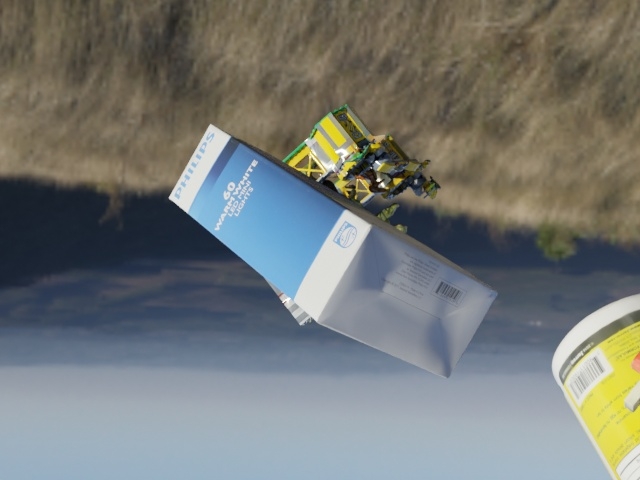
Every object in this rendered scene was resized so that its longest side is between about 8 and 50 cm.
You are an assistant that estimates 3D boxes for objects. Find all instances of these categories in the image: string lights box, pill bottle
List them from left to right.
[{"bbox_3d":[0.000,0.000,0.828,0.133,0.077,0.259,27,-175,-35],"label":"string lights box"},{"bbox_3d":[0.428,0.240,1.267,0.187,0.334,0.188,-16,144,-12],"label":"pill bottle"}]

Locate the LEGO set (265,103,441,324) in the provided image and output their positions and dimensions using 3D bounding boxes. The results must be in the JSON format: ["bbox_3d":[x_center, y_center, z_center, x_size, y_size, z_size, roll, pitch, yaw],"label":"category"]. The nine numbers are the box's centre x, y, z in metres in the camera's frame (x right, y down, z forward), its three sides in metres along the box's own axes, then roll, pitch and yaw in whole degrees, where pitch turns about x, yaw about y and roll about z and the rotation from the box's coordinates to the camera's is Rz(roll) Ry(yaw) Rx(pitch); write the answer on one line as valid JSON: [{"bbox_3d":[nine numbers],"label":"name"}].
[{"bbox_3d":[0.045,-0.009,1.329,0.255,0.192,0.331,-39,167,3],"label":"LEGO set"}]

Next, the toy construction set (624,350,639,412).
[{"bbox_3d":[0.492,0.187,1.135,0.327,0.215,0.151,35,-169,12],"label":"toy construction set"}]
